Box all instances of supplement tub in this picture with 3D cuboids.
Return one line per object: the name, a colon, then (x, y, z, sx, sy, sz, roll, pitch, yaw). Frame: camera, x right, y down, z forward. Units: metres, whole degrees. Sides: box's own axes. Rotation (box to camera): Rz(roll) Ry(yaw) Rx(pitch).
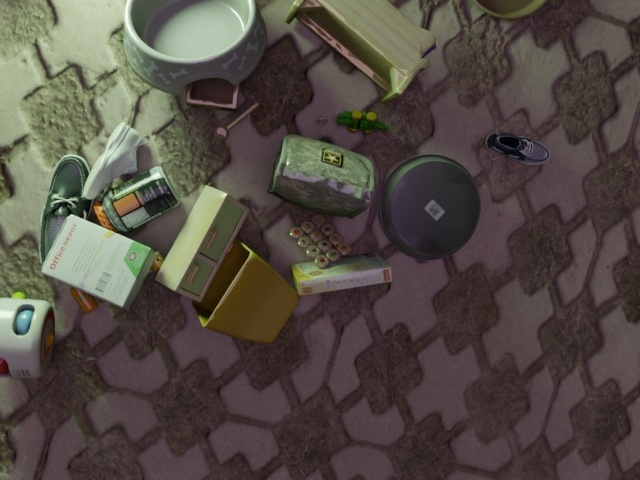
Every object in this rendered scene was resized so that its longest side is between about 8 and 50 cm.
supplement tub: (-0.457, -0.095, 1.699, 0.190, 0.117, 0.117, -27, 98, -5)

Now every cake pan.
cake pan: (0.302, -0.088, 1.842, 0.293, 0.054, 0.293, -1, 96, -8)

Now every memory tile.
memory tile: (0.000, 0.000, 1.771, 0.113, 0.012, 0.148, -28, 60, -26)

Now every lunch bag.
lunch bag: (0.001, -0.154, 1.675, 0.235, 0.287, 0.169, 17, 93, -8)

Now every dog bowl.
dog bowl: (-0.303, -0.514, 1.621, 0.349, 0.102, 0.349, 1, 67, -2)

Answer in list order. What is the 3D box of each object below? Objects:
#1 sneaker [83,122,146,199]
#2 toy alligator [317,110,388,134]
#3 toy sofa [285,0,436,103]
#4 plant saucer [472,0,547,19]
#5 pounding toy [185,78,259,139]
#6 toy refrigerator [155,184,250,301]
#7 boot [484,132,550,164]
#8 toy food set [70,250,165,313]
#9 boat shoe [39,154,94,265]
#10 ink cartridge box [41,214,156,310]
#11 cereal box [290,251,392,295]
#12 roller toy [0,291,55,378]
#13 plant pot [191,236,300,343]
sneaker: (-0.506, -0.183, 1.695, 0.094, 0.080, 0.212, 34, 75, -29)
toy alligator: (0.084, -0.321, 1.794, 0.190, 0.056, 0.051, 6, 52, -8)
toy sofa: (0.104, -0.529, 1.726, 0.362, 0.150, 0.177, 37, 84, -10)
plant saucer: (0.500, -0.728, 1.820, 0.278, 0.041, 0.278, -1, 94, -8)
pounding toy: (-0.245, -0.355, 1.717, 0.181, 0.094, 0.206, 6, 94, -8)
toy refrigerator: (-0.291, 0.009, 1.708, 0.102, 0.094, 0.269, 37, 79, -53)
boot: (0.546, -0.247, 1.846, 0.190, 0.086, 0.069, 10, 94, -9)
toy food set: (-0.512, 0.074, 1.709, 0.232, 0.111, 0.104, -33, 99, -5)
boat shoe: (-0.630, -0.062, 1.689, 0.114, 0.091, 0.302, 4, 95, -9)
ink cartridge box: (-0.522, 0.053, 1.613, 0.212, 0.093, 0.154, 23, 78, 0)
cereal box: (0.051, 0.084, 1.760, 0.240, 0.173, 0.047, -7, 102, -7)
roller toy: (-0.723, 0.240, 1.652, 0.146, 0.191, 0.209, 5, 94, -9)
plant pot: (-0.178, 0.141, 1.727, 0.187, 0.212, 0.212, 32, 90, -22)
